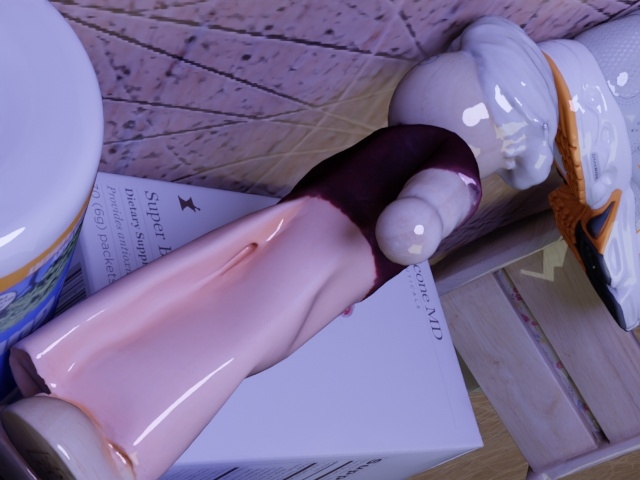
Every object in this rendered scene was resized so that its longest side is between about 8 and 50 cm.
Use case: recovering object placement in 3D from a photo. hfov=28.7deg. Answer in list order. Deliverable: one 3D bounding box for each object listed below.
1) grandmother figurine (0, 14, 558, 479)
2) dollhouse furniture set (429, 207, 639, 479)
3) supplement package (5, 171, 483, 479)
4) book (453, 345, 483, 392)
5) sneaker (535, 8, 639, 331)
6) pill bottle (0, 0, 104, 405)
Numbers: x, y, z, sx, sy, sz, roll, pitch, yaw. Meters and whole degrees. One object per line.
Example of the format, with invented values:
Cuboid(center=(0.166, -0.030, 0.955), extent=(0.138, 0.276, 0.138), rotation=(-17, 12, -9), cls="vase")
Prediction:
Cuboid(center=(0.000, 0.000, 0.595), extent=(0.342, 0.104, 0.208), rotation=(-41, -160, -29), cls="grandmother figurine")
Cuboid(center=(0.245, 0.092, 1.007), extent=(0.356, 0.303, 0.174), rotation=(-25, -166, 25), cls="dollhouse furniture set")
Cuboid(center=(-0.069, 0.082, 0.803), extent=(0.293, 0.177, 0.175), rotation=(6, 151, -45), cls="supplement package")
Cuboid(center=(0.166, 0.085, 1.091), extent=(0.144, 0.096, 0.035), rotation=(8, 149, -46), cls="book")
Cuboid(center=(0.207, -0.040, 0.769), extent=(0.121, 0.099, 0.262), rotation=(-26, 143, 1), cls="sneaker")
Cuboid(center=(-0.191, 0.005, 0.566), extent=(0.152, 0.152, 0.272), rotation=(-7, 157, -22), cls="pill bottle")
